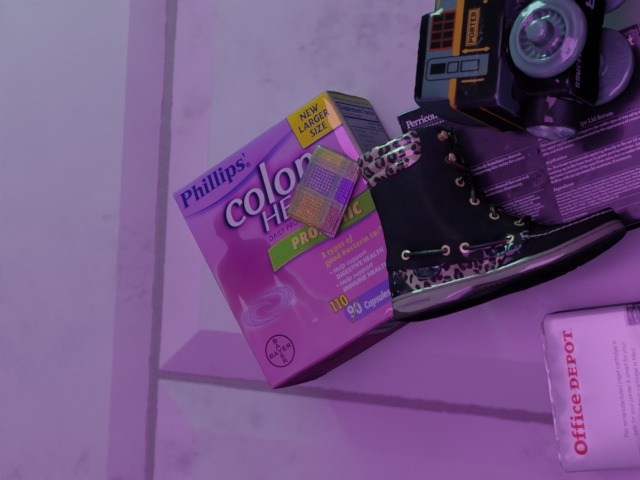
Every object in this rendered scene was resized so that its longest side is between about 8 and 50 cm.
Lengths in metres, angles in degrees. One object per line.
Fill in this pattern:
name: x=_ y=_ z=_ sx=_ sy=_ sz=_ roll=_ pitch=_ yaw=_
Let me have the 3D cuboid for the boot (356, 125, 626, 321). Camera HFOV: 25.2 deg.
boot: x=0.155 y=-0.036 z=1.370 sx=0.236 sy=0.085 sz=0.178 roll=-21 pitch=76 yaw=18

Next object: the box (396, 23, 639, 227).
box: x=0.232 y=-0.082 z=1.433 sx=0.261 sy=0.103 sz=0.184 roll=-19 pitch=85 yaw=24

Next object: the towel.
towel: x=0.004 y=-0.050 z=1.457 sx=0.060 sy=0.009 sz=0.083 roll=25 pitch=100 yaw=22

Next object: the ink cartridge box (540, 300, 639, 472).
ink cartridge box: x=0.339 y=0.135 z=1.390 sx=0.219 sy=0.092 sz=0.160 roll=-7 pitch=88 yaw=24

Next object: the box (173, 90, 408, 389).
box: x=0.000 y=0.000 z=1.528 sx=0.213 sy=0.117 sz=0.243 roll=-32 pitch=77 yaw=21

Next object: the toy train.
toy train: x=0.191 y=-0.255 z=1.344 sx=0.190 sy=0.142 sz=0.334 roll=-1 pitch=80 yaw=37
